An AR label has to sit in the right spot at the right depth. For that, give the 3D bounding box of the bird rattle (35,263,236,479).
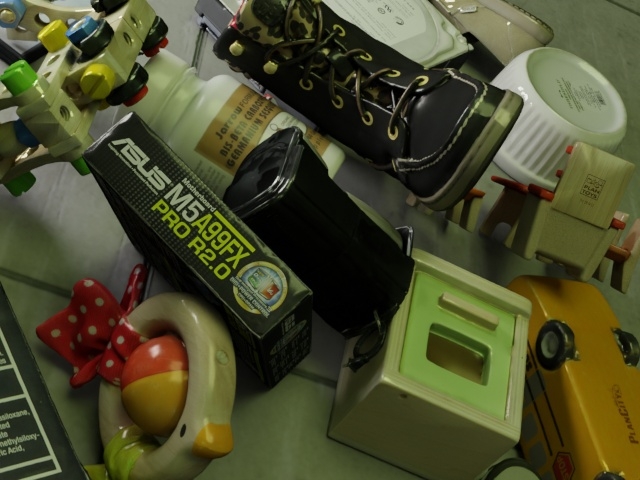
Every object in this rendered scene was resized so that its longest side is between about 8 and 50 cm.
[{"bbox_3d":[-0.139,0.127,0.967,0.143,0.207,0.253,27,49,-36],"label":"bird rattle"}]

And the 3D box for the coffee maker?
[{"bbox_3d":[0.000,0.000,1.095,0.178,0.120,0.171,41,17,-27],"label":"coffee maker"}]

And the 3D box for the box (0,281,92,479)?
[{"bbox_3d":[-0.366,0.133,0.816,0.296,0.182,0.294,-10,59,-36],"label":"box"}]

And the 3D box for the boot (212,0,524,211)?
[{"bbox_3d":[0.038,-0.169,1.193,0.284,0.138,0.377,34,3,-11],"label":"boot"}]

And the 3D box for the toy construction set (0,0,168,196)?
[{"bbox_3d":[-0.274,-0.168,1.140,0.151,0.215,0.327,44,30,-41],"label":"toy construction set"}]

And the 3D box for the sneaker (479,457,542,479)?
[{"bbox_3d":[0.192,0.315,1.063,0.100,0.108,0.271,22,43,-11],"label":"sneaker"}]

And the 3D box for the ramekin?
[{"bbox_3d":[0.321,-0.170,1.576,0.207,0.109,0.207,17,45,-18],"label":"ramekin"}]

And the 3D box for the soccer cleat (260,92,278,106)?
[{"bbox_3d":[-0.082,-0.156,1.369,0.083,0.029,0.035,-13,56,-44],"label":"soccer cleat"}]

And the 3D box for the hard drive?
[{"bbox_3d":[0.026,-0.277,1.521,0.237,0.064,0.339,48,45,14],"label":"hard drive"}]

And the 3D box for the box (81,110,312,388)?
[{"bbox_3d":[-0.101,0.020,1.036,0.060,0.270,0.216,-43,78,-11],"label":"box"}]

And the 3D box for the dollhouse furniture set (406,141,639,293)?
[{"bbox_3d":[0.261,-0.046,1.318,0.262,0.135,0.259,21,6,-9],"label":"dollhouse furniture set"}]

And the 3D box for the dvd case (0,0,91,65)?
[{"bbox_3d":[-0.386,-0.312,1.322,0.253,0.022,0.180,38,42,3],"label":"dvd case"}]

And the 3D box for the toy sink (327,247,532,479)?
[{"bbox_3d":[0.119,0.107,1.177,0.153,0.131,0.234,26,46,-11],"label":"toy sink"}]

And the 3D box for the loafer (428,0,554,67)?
[{"bbox_3d":[0.205,-0.332,1.660,0.268,0.092,0.102,35,13,21],"label":"loafer"}]

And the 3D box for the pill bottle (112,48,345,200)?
[{"bbox_3d":[-0.100,-0.102,1.234,0.229,0.131,0.131,33,42,-2],"label":"pill bottle"}]

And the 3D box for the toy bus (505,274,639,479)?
[{"bbox_3d":[0.278,0.190,1.210,0.108,0.130,0.332,9,48,-27],"label":"toy bus"}]
